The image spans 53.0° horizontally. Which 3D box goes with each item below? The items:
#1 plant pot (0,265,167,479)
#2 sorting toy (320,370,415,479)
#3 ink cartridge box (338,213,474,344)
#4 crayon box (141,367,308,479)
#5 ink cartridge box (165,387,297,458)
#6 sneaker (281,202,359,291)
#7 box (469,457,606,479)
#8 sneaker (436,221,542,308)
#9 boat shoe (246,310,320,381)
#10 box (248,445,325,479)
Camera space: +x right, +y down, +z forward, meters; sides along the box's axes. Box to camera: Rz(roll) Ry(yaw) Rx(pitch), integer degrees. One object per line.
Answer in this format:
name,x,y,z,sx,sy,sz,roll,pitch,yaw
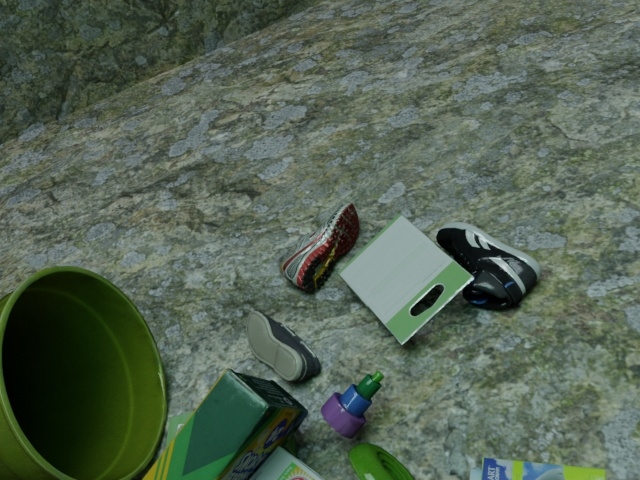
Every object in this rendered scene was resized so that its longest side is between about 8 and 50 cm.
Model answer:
plant pot,-0.520,0.275,1.097,0.352,0.366,0.367,-22,39,19
sorting toy,0.135,0.305,0.863,0.126,0.127,0.365,-50,42,6
ink cartridge box,0.155,0.072,1.163,0.171,0.056,0.235,-43,43,1
crayon box,-0.164,0.339,0.885,0.083,0.203,0.323,36,85,21
ink cartridge box,-0.145,0.325,1.051,0.209,0.062,0.109,-16,41,9
sneaker,0.000,0.000,1.321,0.092,0.088,0.225,16,53,39
box,0.280,0.348,0.842,0.178,0.042,0.109,-2,44,22
sneaker,0.269,0.047,1.148,0.121,0.079,0.216,-42,44,-22
boat shoe,-0.073,0.193,1.182,0.064,0.075,0.206,6,17,-36
box,-0.073,0.409,0.884,0.103,0.114,0.203,24,57,39
